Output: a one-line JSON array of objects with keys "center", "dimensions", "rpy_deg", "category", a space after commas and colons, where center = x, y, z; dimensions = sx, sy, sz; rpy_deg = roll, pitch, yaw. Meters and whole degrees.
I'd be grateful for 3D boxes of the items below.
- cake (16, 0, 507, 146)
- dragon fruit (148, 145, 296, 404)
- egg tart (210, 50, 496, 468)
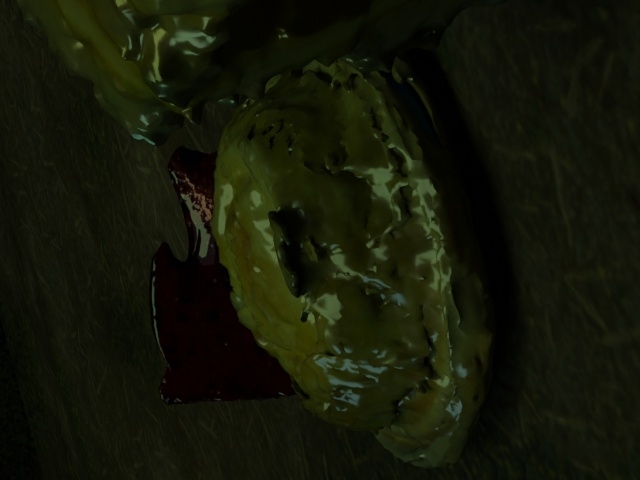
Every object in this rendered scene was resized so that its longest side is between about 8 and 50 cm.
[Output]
[{"center": [-0.016, -0.203, 0.516], "dimensions": [0.227, 0.222, 0.286], "rpy_deg": [54, 156, 12], "category": "cake"}, {"center": [-0.077, 0.025, 1.026], "dimensions": [0.092, 0.122, 0.192], "rpy_deg": [-149, 42, -81], "category": "dragon fruit"}, {"center": [0.000, 0.000, 0.823], "dimensions": [0.291, 0.107, 0.291], "rpy_deg": [49, 148, 45], "category": "egg tart"}]
